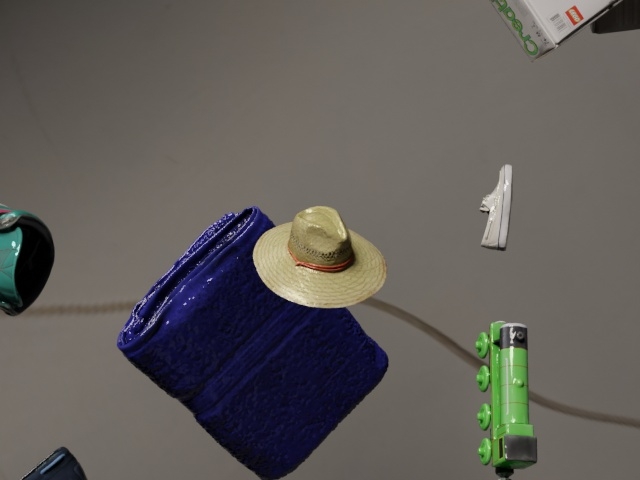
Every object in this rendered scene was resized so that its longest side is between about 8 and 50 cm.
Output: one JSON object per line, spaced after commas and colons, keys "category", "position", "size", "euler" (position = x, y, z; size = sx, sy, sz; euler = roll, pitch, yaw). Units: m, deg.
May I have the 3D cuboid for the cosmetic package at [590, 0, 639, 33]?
{"category": "cosmetic package", "position": [0.422, -0.320, 1.694], "size": [0.237, 0.127, 0.107], "euler": [-3, 130, 4]}

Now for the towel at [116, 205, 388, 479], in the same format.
{"category": "towel", "position": [-0.077, 0.126, 1.761], "size": [0.227, 0.076, 0.308], "euler": [-45, 124, -5]}

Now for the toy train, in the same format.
{"category": "toy train", "position": [0.063, 0.066, 0.495], "size": [0.017, 0.024, 0.083], "euler": [5, 71, -13]}

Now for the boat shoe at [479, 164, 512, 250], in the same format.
{"category": "boat shoe", "position": [0.194, -0.037, 1.644], "size": [0.035, 0.035, 0.100], "euler": [5, 77, 10]}

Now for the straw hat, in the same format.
{"category": "straw hat", "position": [0.000, 0.000, 1.499], "size": [0.144, 0.144, 0.061], "euler": [-5, 128, -15]}

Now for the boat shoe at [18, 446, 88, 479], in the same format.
{"category": "boat shoe", "position": [-0.380, 0.306, 1.644], "size": [0.258, 0.109, 0.089], "euler": [-22, 93, -41]}

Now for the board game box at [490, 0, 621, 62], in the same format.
{"category": "board game box", "position": [0.208, -0.361, 1.546], "size": [0.193, 0.053, 0.305], "euler": [-36, 92, -29]}

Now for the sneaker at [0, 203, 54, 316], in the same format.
{"category": "sneaker", "position": [-0.418, 0.027, 1.683], "size": [0.295, 0.178, 0.124], "euler": [-17, 113, -47]}
